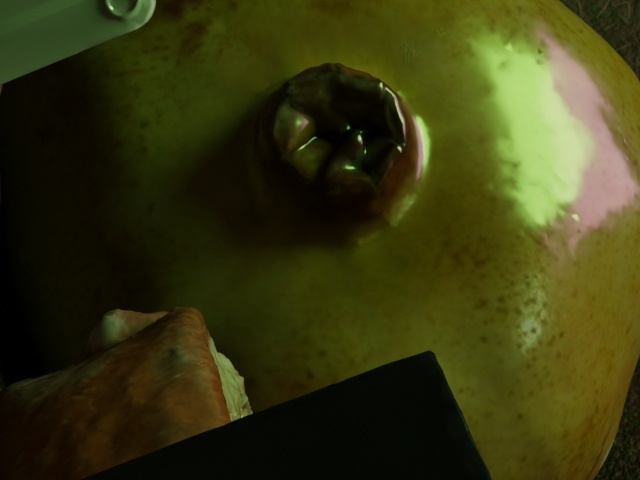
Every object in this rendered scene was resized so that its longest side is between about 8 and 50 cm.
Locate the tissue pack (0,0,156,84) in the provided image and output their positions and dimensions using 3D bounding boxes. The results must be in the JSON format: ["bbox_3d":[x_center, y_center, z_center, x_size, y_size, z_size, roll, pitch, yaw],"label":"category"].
[{"bbox_3d":[-0.189,-0.196,0.753,0.136,0.159,0.246,-113,-178,-71],"label":"tissue pack"}]

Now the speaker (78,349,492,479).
[{"bbox_3d":[0.003,0.208,0.428,0.254,0.184,0.232,74,-5,-47],"label":"speaker"}]

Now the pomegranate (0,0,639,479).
[{"bbox_3d":[0.000,0.000,0.956,0.416,0.416,0.417,157,-90,-88],"label":"pomegranate"}]

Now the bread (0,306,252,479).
[{"bbox_3d":[-0.066,0.141,0.704,0.190,0.123,0.244,67,-2,-59],"label":"bread"}]
